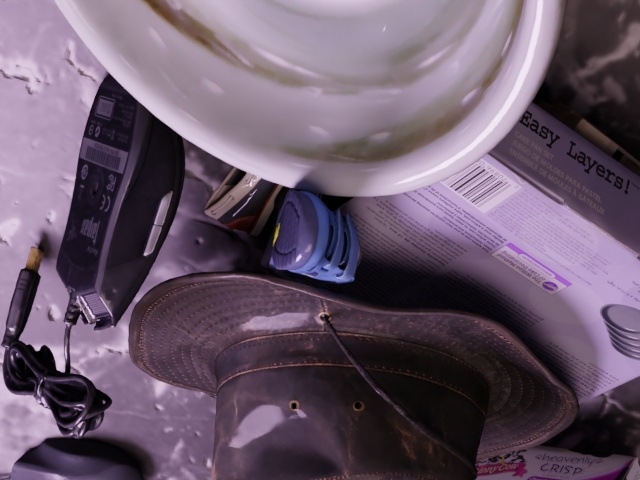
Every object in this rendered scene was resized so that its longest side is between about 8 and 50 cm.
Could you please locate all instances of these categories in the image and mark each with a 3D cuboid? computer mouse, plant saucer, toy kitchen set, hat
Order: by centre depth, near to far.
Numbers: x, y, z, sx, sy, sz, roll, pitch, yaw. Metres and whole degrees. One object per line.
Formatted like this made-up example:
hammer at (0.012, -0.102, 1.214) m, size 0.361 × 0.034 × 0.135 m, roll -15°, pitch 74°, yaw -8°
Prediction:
plant saucer at (-0.018, -0.218, 1.043) m, size 0.400 × 0.100 × 0.400 m, roll 23°, pitch 136°, yaw 24°
toy kitchen set at (0.168, -0.043, 1.198) m, size 0.068 × 0.083 × 0.075 m, roll 35°, pitch 94°, yaw -18°
hat at (0.012, 0.146, 1.253) m, size 0.331 × 0.134 × 0.331 m, roll 10°, pitch 156°, yaw 4°
computer mouse at (-0.159, 0.004, 1.259) m, size 0.060 × 0.184 × 0.262 m, roll 12°, pitch 89°, yaw -29°
computer mouse at (-0.265, 0.207, 1.454) m, size 0.242 × 0.041 × 0.071 m, roll -5°, pitch 125°, yaw 9°

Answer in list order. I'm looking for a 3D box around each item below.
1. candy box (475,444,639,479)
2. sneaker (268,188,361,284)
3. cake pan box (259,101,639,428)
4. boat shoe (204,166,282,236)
candy box at (0.201, 0.268, 1.403) m, size 0.159 × 0.071 × 0.233 m, roll 3°, pitch 130°, yaw 36°
sneaker at (0.000, 0.000, 1.134) m, size 0.059 × 0.144 × 0.053 m, roll 13°, pitch 87°, yaw -3°
cake pan box at (0.120, 0.013, 1.217) m, size 0.267 × 0.070 × 0.246 m, roll 32°, pitch 143°, yaw -16°
boat shoe at (-0.040, -0.060, 1.243) m, size 0.043 × 0.049 × 0.137 m, roll 22°, pitch 129°, yaw -8°
